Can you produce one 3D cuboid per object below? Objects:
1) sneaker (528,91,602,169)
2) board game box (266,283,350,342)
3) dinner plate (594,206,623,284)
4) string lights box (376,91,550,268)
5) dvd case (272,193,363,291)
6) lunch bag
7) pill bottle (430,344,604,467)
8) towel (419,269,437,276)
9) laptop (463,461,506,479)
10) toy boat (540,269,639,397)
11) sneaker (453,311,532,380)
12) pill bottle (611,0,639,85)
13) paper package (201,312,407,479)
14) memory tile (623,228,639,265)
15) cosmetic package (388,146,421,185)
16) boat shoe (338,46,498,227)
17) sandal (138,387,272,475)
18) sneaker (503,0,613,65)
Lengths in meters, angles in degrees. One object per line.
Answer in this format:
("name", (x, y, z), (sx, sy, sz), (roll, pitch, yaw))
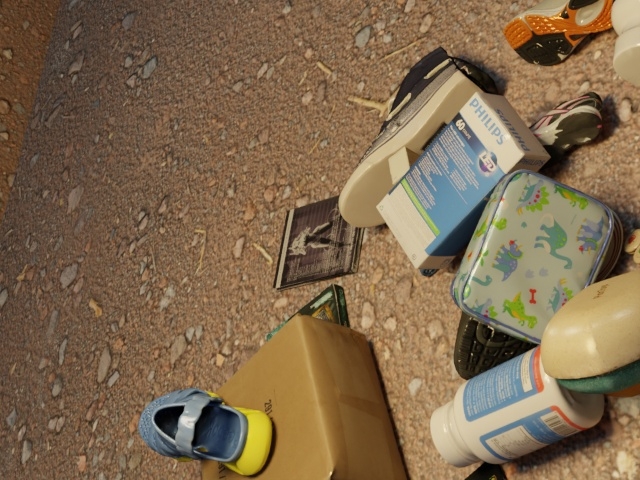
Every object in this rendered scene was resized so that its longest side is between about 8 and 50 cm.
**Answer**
("sneaker", (0.360, -0.168, 1.758), (0.178, 0.072, 0.077), (-21, 30, 45))
("board game box", (-0.023, 0.174, 2.047), (0.186, 0.026, 0.126), (-39, 41, 31))
("dinner plate", (0.372, 0.014, 1.649), (0.141, 0.017, 0.141), (-30, 47, 39))
("string lights box", (0.213, -0.088, 1.774), (0.259, 0.077, 0.133), (-49, 58, 31))
("dvd case", (0.000, 0.000, 2.140), (0.221, 0.018, 0.164), (-15, 58, 46))
("lunch bag", (0.291, 0.027, 1.584), (0.090, 0.176, 0.218), (157, 135, -86))
("pill bottle", (0.258, 0.227, 1.562), (0.221, 0.124, 0.124), (-31, 45, 37))
("towel", (0.172, 0.000, 1.907), (0.067, 0.029, 0.119), (-47, 38, 23))
("laptop", (0.155, 0.440, 1.543), (0.234, 0.137, 0.264), (-45, 38, 23))
("toy boat", (0.421, 0.111, 1.380), (0.318, 0.267, 0.148), (-20, 93, 30))
("sneaker", (0.262, 0.069, 1.696), (0.286, 0.109, 0.130), (-68, 15, -3))
("pill bottle", (0.489, -0.355, 1.623), (0.153, 0.153, 0.264), (-9, 60, 50))
("paper package", (-0.040, 0.338, 1.838), (0.309, 0.168, 0.324), (-45, 39, 27))
("memory tile", (0.464, -0.026, 1.532), (0.148, 0.012, 0.113), (-52, 19, 15))
("cosmetic package", (0.168, -0.100, 1.902), (0.041, 0.115, 0.060), (-39, 42, 32))
("boat shoe", (0.150, -0.179, 1.991), (0.340, 0.127, 0.158), (-44, 32, 13))
("sandal", (-0.209, 0.287, 1.832), (0.317, 0.138, 0.126), (-8, 65, 54))
("sneaker", (0.401, -0.361, 1.817), (0.121, 0.099, 0.262), (-49, 17, -30))
